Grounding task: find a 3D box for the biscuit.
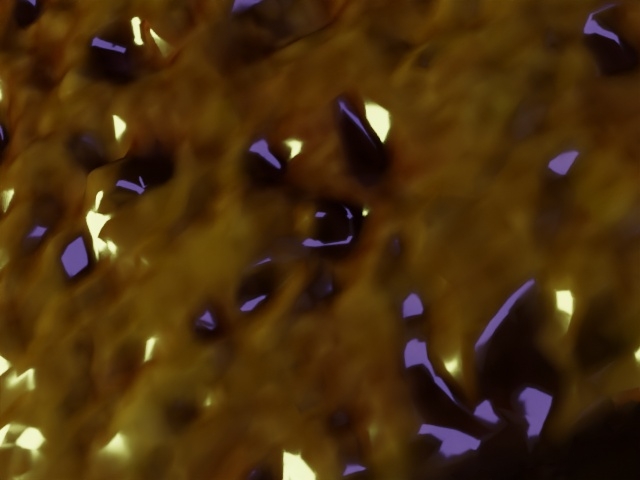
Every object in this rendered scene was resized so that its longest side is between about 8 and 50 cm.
[{"bbox_3d":[0.000,0.000,0.536,0.395,0.166,0.342,-34,46,11],"label":"biscuit"}]
